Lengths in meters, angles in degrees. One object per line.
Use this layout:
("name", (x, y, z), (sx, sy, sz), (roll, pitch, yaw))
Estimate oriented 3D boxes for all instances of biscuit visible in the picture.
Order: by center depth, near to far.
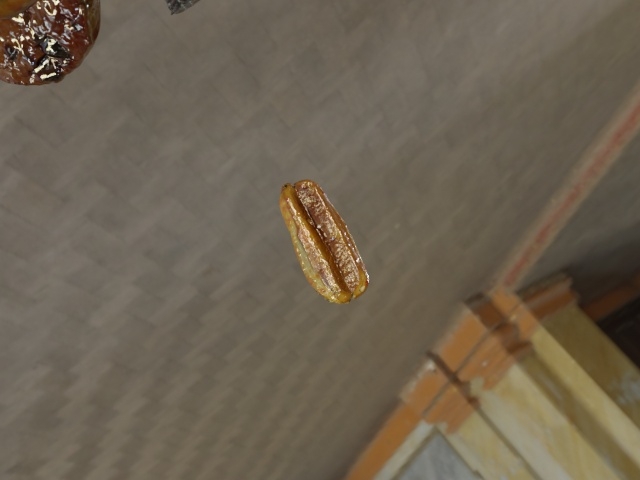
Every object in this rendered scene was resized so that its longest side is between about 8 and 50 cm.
("biscuit", (-0.251, -0.205, 0.756), (0.049, 0.192, 0.192), (-47, 167, -40))

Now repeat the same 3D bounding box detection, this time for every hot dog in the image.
("hot dog", (0.000, 0.000, 1.009), (0.062, 0.144, 0.038), (-25, 168, -16))

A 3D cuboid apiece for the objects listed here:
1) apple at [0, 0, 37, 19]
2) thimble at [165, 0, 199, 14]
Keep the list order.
("apple", (-0.230, -0.241, 0.567), (0.188, 0.211, 0.211), (7, 129, -48))
("thimble", (-0.173, -0.330, 1.192), (0.066, 0.095, 0.104), (-24, 149, 4))
